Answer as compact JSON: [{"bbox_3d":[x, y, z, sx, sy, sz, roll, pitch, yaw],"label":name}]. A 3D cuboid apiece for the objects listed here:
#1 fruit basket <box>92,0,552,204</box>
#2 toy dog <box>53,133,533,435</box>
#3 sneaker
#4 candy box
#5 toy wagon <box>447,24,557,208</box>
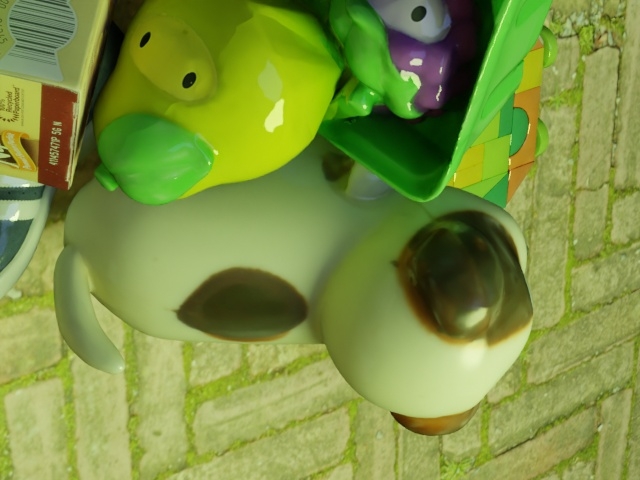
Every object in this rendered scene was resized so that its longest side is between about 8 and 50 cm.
[{"bbox_3d":[-0.031,-0.191,1.297,0.392,0.392,0.283,-21,143,-38],"label":"fruit basket"},{"bbox_3d":[0.000,0.000,1.440,0.395,0.408,0.284,-49,158,-47],"label":"toy dog"},{"bbox_3d":[-0.299,-0.079,1.410,0.350,0.131,0.148,-60,141,-21],"label":"sneaker"},{"bbox_3d":[-0.205,-0.224,1.302,0.183,0.087,0.316,118,-16,-66],"label":"candy box"},{"bbox_3d":[0.176,-0.113,1.921,0.267,0.068,0.344,-20,122,-38],"label":"toy wagon"}]
